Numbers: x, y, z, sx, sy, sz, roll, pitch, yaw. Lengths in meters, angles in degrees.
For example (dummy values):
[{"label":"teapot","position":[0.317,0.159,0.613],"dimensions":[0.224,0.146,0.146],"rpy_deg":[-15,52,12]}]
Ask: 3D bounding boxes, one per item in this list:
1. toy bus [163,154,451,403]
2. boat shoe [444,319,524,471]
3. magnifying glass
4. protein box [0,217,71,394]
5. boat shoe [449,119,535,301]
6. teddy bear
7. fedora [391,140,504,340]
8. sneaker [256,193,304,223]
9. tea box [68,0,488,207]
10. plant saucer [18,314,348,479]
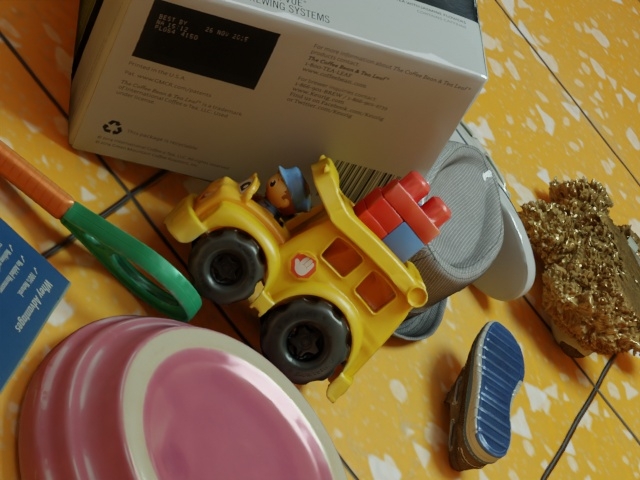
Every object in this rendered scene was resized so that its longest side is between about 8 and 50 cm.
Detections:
[{"label":"toy bus","position":[0.000,0.000,1.564],"dimensions":[0.220,0.211,0.149],"rpy_deg":[45,8,-10]},{"label":"boat shoe","position":[0.159,0.157,1.791],"dimensions":[0.066,0.066,0.183],"rpy_deg":[40,39,-18]},{"label":"magnifying glass","position":[-0.196,-0.009,1.487],"dimensions":[0.231,0.092,0.026],"rpy_deg":[41,72,-5]},{"label":"protein box","position":[-0.315,0.047,1.200],"dimensions":[0.201,0.136,0.200],"rpy_deg":[45,32,-14]},{"label":"boat shoe","position":[0.173,-0.052,2.002],"dimensions":[0.088,0.096,0.267],"rpy_deg":[-8,58,-51]},{"label":"teddy bear","position":[0.329,0.044,2.119],"dimensions":[0.245,0.113,0.338],"rpy_deg":[43,24,-31]},{"label":"fedora","position":[0.108,-0.028,1.809],"dimensions":[0.244,0.124,0.275],"rpy_deg":[65,30,-11]},{"label":"sneaker","position":[-0.027,-0.045,1.768],"dimensions":[0.134,0.051,0.070],"rpy_deg":[14,66,-60]},{"label":"tea box","position":[-0.046,-0.227,1.660],"dimensions":[0.329,0.220,0.323],"rpy_deg":[15,45,-17]},{"label":"plant saucer","position":[-0.087,0.196,1.409],"dimensions":[0.332,0.084,0.332],"rpy_deg":[34,37,-30]}]
